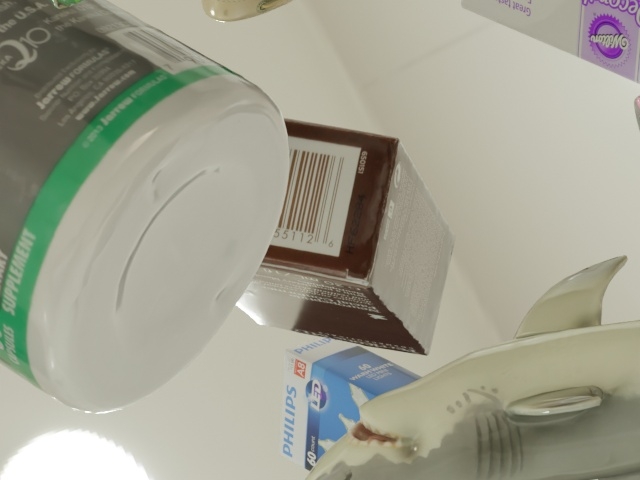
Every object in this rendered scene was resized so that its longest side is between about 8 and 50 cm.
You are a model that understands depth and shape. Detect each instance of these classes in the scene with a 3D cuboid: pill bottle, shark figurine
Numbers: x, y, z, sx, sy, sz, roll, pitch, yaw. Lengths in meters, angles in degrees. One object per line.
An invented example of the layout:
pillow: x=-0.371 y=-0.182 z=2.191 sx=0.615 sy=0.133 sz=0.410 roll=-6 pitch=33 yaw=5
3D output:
pill bottle: x=-0.214 y=-0.073 z=1.137 sx=0.361 sy=0.204 sz=0.204 roll=30 pitch=-152 yaw=24
shark figurine: x=0.145 y=0.083 z=0.763 sx=0.166 sy=0.278 sz=0.116 roll=-36 pitch=-68 yaw=-39

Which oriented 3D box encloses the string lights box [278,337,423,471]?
string lights box: x=0.075 y=0.208 z=2.095 sx=0.077 sy=0.260 sz=0.133 roll=-19 pitch=-59 yaw=-42

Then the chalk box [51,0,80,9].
chalk box: x=-0.100 y=-0.246 z=0.970 sx=0.179 sy=0.289 sz=0.180 roll=-121 pitch=9 yaw=-55

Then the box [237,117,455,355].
box: x=0.000 y=0.000 z=1.857 sx=0.381 sy=0.191 sz=0.143 roll=43 pitch=-122 yaw=-74

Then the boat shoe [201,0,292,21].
boat shoe: x=0.014 y=-0.260 z=1.652 sx=0.302 sy=0.109 sz=0.098 roll=-28 pitch=-43 yaw=-40

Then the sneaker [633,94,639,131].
sneaker: x=0.233 y=-0.052 z=1.142 sx=0.119 sy=0.057 sz=0.047 roll=44 pitch=172 yaw=24

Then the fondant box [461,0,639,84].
fondant box: x=0.242 y=-0.326 z=1.718 sx=0.096 sy=0.238 sz=0.330 roll=-25 pitch=-52 yaw=-34
